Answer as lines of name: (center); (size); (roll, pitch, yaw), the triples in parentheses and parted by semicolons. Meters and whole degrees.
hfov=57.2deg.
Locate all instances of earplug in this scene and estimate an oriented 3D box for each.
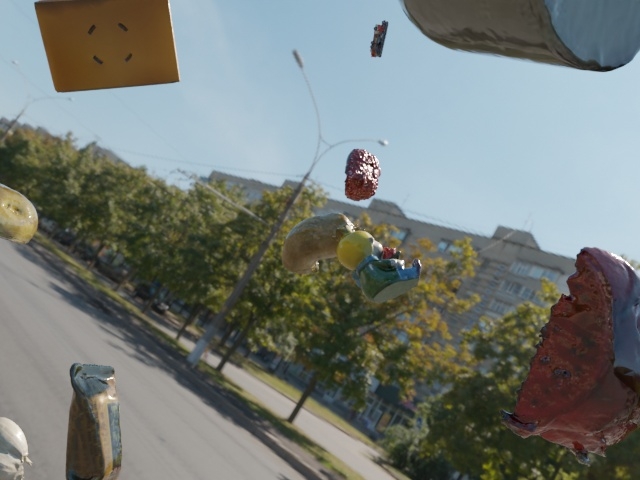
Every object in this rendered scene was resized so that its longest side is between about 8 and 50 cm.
earplug: (0.295, -0.433, 0.904); (0.312, 0.313, 0.394); (40, -4, -34)

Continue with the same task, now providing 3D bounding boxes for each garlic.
garlic: (-0.874, 0.581, 1.536); (0.178, 0.229, 0.143); (32, 11, 10)

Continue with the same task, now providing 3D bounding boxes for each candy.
candy: (-0.490, 0.401, 1.274); (0.101, 0.271, 0.143); (-10, -13, 15)

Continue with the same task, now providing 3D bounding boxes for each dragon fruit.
dragon fruit: (0.484, 0.204, 0.961); (0.282, 0.344, 0.100); (24, -5, -18)

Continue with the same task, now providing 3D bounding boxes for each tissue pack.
tissue pack: (-0.471, -0.454, 1.336); (0.145, 0.274, 0.194); (-118, -157, -62)

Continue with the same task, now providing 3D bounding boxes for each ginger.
ginger: (0.000, 0.000, 1.753); (0.152, 0.267, 0.138); (53, 16, -41)

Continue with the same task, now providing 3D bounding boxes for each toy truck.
toy truck: (0.128, -0.442, 1.289); (0.032, 0.083, 0.024); (9, -9, 12)

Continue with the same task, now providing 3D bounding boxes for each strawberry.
strawberry: (0.129, -0.210, 1.791); (0.098, 0.175, 0.228); (8, -6, 11)

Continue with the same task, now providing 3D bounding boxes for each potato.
potato: (-0.512, -0.067, 0.867); (0.200, 0.081, 0.164); (26, -7, 1)

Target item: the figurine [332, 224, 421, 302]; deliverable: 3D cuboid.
figurine: (0.149, 0.045, 1.582); (0.234, 0.185, 0.127); (57, -16, 39)
